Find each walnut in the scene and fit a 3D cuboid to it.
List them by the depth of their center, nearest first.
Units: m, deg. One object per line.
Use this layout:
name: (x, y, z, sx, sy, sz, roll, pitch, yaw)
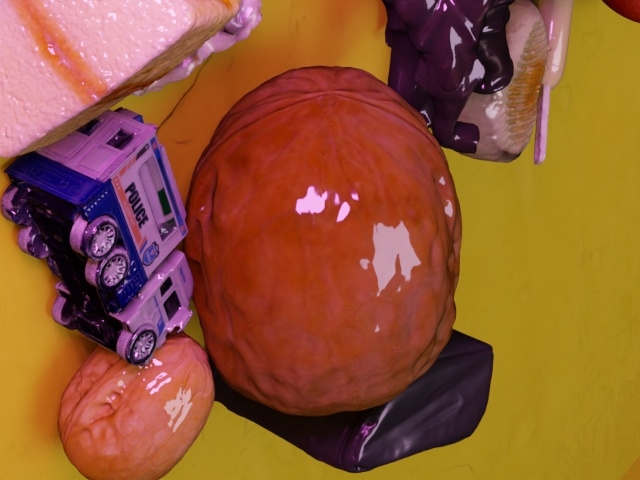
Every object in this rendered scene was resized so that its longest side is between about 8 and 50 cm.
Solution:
walnut: (0.000, 0.000, 1.791, 0.308, 0.354, 0.397, -7, 126, -12)
walnut: (-0.207, 0.185, 1.807, 0.206, 0.159, 0.159, -49, 153, 15)

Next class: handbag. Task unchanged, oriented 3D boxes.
handbag: (0.027, 0.147, 2.007, 0.275, 0.302, 0.177, -7, 115, -48)

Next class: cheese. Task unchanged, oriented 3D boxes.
cheese: (0.310, -0.231, 2.221, 0.127, 0.050, 0.255, 130, -34, -82)

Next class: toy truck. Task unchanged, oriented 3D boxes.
toy truck: (-0.214, -0.002, 1.676, 0.155, 0.124, 0.268, -49, 147, -27)

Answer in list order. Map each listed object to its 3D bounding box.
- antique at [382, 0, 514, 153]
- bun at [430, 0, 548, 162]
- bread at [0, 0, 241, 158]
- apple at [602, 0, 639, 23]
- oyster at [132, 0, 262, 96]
antique: (0.144, -0.287, 1.861, 0.255, 0.185, 0.322, 88, 3, -57)
bun: (0.204, -0.206, 2.093, 0.244, 0.153, 0.243, 8, 90, -70)
bread: (-0.209, -0.192, 1.473, 0.240, 0.135, 0.178, -32, -178, 21)
apple: (0.488, -0.413, 2.284, 0.218, 0.201, 0.218, -43, 157, -24)
oyster: (-0.147, -0.295, 1.539, 0.238, 0.115, 0.351, -17, 126, -38)
